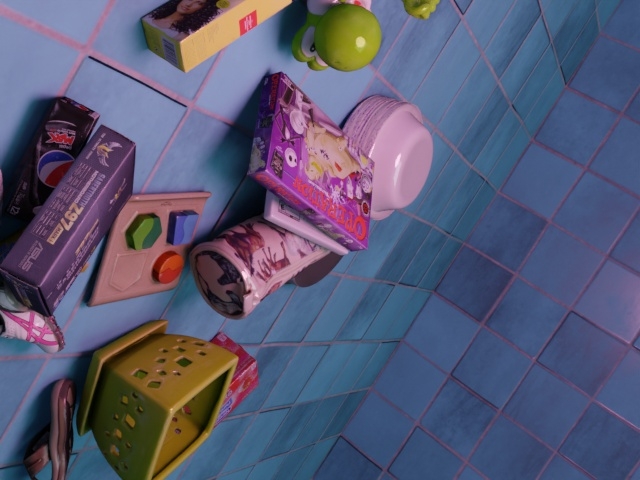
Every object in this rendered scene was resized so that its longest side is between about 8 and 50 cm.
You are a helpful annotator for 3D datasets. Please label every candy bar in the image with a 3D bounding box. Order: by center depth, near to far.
[{"bbox_3d":[-0.446,0.015,1.002,0.161,0.018,0.040,-41,152,-30],"label":"candy bar"}]

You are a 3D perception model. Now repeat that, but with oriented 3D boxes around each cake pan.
[{"bbox_3d":[0.000,0.000,1.766,0.293,0.054,0.293,-42,153,-27],"label":"cake pan"}]

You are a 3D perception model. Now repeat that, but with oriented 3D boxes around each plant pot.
[{"bbox_3d":[-0.321,0.295,1.336,0.227,0.207,0.228,-32,149,-59],"label":"plant pot"}]

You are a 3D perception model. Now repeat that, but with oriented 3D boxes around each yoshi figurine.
[{"bbox_3d":[0.092,-0.420,1.155,0.362,0.203,0.203,-54,-178,19],"label":"yoshi figurine"}]

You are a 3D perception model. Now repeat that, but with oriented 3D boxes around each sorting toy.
[{"bbox_3d":[-0.321,0.020,1.211,0.307,0.041,0.229,-10,130,-58],"label":"sorting toy"}]

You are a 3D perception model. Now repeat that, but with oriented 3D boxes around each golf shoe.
[{"bbox_3d":[-0.455,0.120,1.075,0.086,0.067,0.186,-29,142,-16],"label":"golf shoe"}]

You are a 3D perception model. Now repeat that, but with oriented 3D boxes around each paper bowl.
[{"bbox_3d":[0.160,-0.185,1.646,0.284,0.148,0.284,-40,141,-43],"label":"paper bowl"}]

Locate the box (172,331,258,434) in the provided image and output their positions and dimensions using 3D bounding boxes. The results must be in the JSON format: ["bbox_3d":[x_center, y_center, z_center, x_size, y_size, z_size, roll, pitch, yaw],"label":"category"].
[{"bbox_3d":[-0.273,0.356,1.634,0.257,0.123,0.128,-42,154,-28],"label":"box"}]

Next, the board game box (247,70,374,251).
[{"bbox_3d":[-0.003,-0.138,1.340,0.347,0.056,0.208,35,58,-49],"label":"board game box"}]

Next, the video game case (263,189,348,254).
[{"bbox_3d":[-0.017,-0.101,1.404,0.227,0.026,0.206,26,61,-42],"label":"video game case"}]

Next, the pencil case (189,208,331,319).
[{"bbox_3d":[-0.082,0.015,1.436,0.410,0.184,0.159,-33,132,-49],"label":"pencil case"}]

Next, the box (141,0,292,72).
[{"bbox_3d":[-0.141,-0.338,1.028,0.232,0.087,0.058,-43,154,-28],"label":"box"}]

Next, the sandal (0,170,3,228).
[{"bbox_3d":[-0.480,0.061,0.878,0.169,0.102,0.416,-99,-159,-69],"label":"sandal"}]

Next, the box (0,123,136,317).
[{"bbox_3d":[-0.335,-0.021,0.960,0.232,0.059,0.183,-63,-175,-23],"label":"box"}]

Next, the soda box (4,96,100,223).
[{"bbox_3d":[-0.357,-0.104,0.940,0.169,0.053,0.060,-60,-163,10],"label":"soda box"}]

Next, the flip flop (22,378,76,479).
[{"bbox_3d":[-0.501,0.379,1.292,0.112,0.080,0.277,-114,-147,-66],"label":"flip flop"}]
